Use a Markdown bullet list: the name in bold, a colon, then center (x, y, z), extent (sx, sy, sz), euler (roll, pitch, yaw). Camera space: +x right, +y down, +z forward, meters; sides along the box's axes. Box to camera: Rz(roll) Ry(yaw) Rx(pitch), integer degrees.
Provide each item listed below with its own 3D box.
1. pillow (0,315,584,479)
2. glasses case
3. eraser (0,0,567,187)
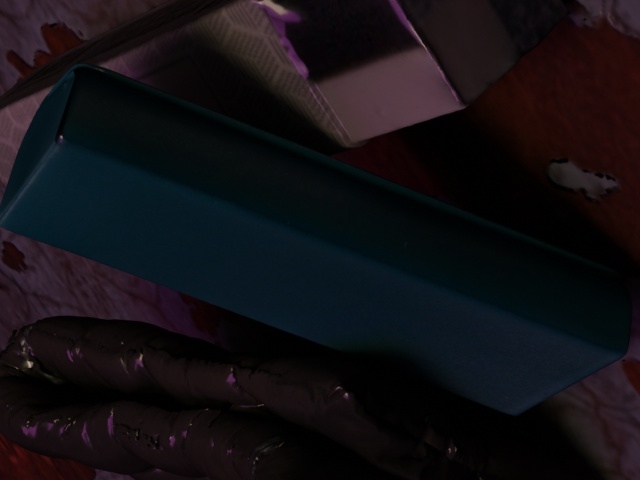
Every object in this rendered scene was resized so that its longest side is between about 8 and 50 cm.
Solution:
- **pillow**: center (-0.028, 0.119, 1.112), extent (0.228, 0.101, 0.326), euler (26, 169, -41)
- **glasses case**: center (0.001, -0.001, 0.944), extent (0.301, 0.070, 0.117), euler (23, 153, -17)
- **eraser**: center (-0.047, -0.089, 1.019), extent (0.404, 0.098, 0.096), euler (-13, 113, 53)
